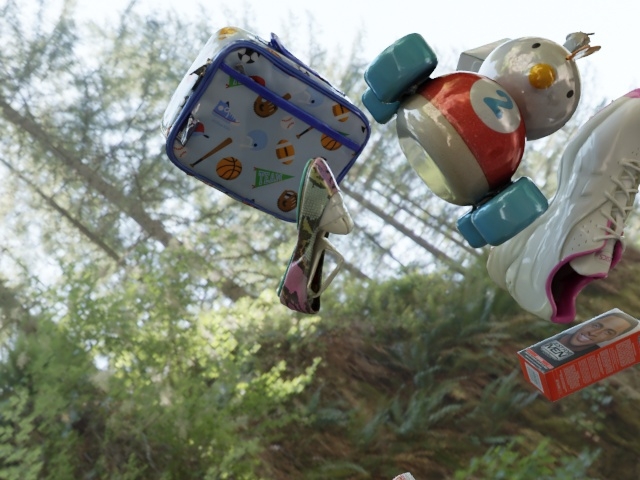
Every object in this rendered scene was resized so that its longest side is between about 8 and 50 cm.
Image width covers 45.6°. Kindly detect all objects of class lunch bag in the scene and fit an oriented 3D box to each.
[{"bbox_3d":[-0.085,-0.180,1.182,0.303,0.115,0.243,27,-70,-30],"label":"lunch bag"}]

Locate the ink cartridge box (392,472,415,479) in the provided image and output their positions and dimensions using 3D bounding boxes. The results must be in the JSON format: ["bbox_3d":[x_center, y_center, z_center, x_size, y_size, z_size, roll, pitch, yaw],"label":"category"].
[{"bbox_3d":[0.149,0.441,1.229,0.067,0.115,0.198,-39,-18,-1],"label":"ink cartridge box"}]

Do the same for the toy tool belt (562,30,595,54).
[{"bbox_3d":[0.515,-0.392,1.533,0.051,0.052,0.083,-21,-9,-14],"label":"toy tool belt"}]

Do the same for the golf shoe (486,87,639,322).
[{"bbox_3d":[0.333,-0.033,0.912,0.115,0.140,0.306,15,-62,-31],"label":"golf shoe"}]

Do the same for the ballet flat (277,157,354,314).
[{"bbox_3d":[0.000,0.000,1.031,0.077,0.079,0.222,-25,-47,-61],"label":"ballet flat"}]

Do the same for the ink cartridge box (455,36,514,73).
[{"bbox_3d":[0.301,-0.239,1.231,0.176,0.127,0.128,-29,-41,-46],"label":"ink cartridge box"}]

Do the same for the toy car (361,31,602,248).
[{"bbox_3d":[0.200,-0.148,0.804,0.238,0.219,0.210,-37,-3,1],"label":"toy car"}]

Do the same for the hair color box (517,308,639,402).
[{"bbox_3d":[0.321,0.137,0.921,0.141,0.072,0.043,-22,-73,-7],"label":"hair color box"}]
